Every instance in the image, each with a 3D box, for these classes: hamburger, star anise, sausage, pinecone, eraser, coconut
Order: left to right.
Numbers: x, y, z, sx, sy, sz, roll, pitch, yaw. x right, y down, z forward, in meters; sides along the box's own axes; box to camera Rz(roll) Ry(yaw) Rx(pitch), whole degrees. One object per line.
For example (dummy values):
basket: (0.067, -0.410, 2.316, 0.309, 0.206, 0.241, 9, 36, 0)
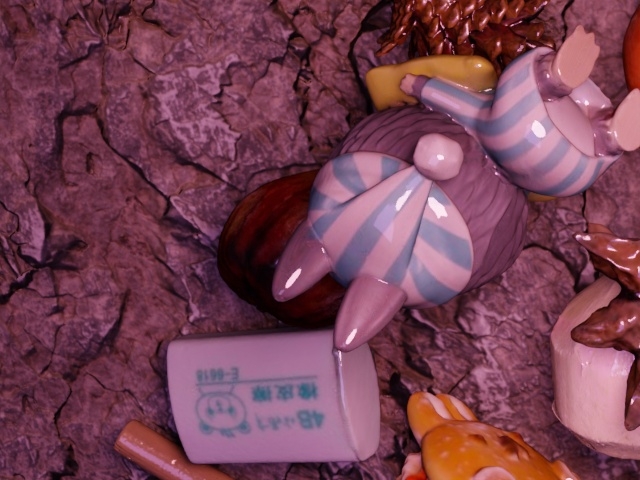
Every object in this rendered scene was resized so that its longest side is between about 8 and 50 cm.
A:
sausage: (-0.169, 0.361, 1.952, 0.301, 0.066, 0.066, 31, 113, 9)
eraser: (-0.066, 0.215, 1.837, 0.290, 0.104, 0.189, -7, 102, 29)
pinecone: (0.180, -0.265, 1.596, 0.212, 0.168, 0.185, 31, 110, 9)
hamburger: (0.214, 0.337, 1.726, 0.302, 0.261, 0.186, 45, 115, 49)
coconut: (0.385, 0.142, 1.614, 0.224, 0.224, 0.234, 12, 114, 16)
star anise: (0.423, 0.075, 1.467, 0.315, 0.108, 0.315, 0, 86, -5)

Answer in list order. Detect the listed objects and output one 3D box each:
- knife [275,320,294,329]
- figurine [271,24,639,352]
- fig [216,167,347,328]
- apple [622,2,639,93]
knife: (-0.005, 0.206, 1.876, 0.060, 0.028, 0.230, -29, 89, 22)
figurine: (0.140, -0.014, 1.462, 0.266, 0.377, 0.361, 40, 149, -21)
fig: (-0.006, 0.011, 1.715, 0.263, 0.224, 0.224, -17, 99, 8)
apple: (0.452, -0.189, 1.483, 0.242, 0.241, 0.242, 4, 105, 15)
